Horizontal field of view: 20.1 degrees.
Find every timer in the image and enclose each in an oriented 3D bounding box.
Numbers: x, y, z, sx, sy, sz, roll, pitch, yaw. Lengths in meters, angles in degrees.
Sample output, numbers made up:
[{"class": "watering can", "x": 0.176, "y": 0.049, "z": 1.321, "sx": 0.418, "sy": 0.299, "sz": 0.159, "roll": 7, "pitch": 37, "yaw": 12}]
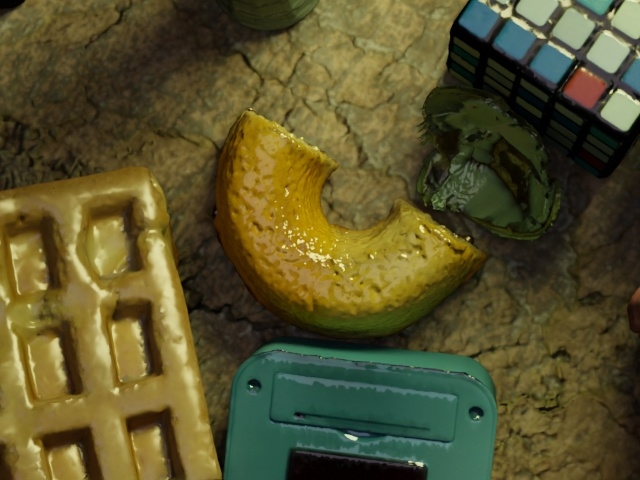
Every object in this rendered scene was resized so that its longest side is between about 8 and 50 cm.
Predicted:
[{"class": "timer", "x": 0.032, "y": 0.219, "z": 1.582, "sx": 0.232, "sy": 0.091, "sz": 0.249, "roll": 7, "pitch": 95, "yaw": 4}]

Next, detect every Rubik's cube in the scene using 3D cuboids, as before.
[{"class": "Rubik's cube", "x": 0.230, "y": -0.184, "z": 1.547, "sx": 0.184, "sy": 0.187, "sz": 0.182, "roll": 36, "pitch": 87, "yaw": 6}]

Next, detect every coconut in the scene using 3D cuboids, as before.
[{"class": "coconut", "x": 0.144, "y": -0.068, "z": 1.589, "sx": 0.055, "sy": 0.133, "sz": 0.158, "roll": -31, "pitch": 90, "yaw": -42}]

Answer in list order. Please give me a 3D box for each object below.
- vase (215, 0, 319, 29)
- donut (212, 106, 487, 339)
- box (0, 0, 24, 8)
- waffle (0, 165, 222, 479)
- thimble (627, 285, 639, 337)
[{"class": "vase", "x": -0.061, "y": -0.264, "z": 1.521, "sx": 0.143, "sy": 0.299, "sz": 0.143, "roll": -1, "pitch": 82, "yaw": 4}, {"class": "donut", "x": 0.002, "y": 0.006, "z": 1.592, "sx": 0.259, "sy": 0.101, "sz": 0.152, "roll": 30, "pitch": 92, "yaw": 3}, {"class": "box", "x": -0.439, "y": -0.317, "z": 1.681, "sx": 0.350, "sy": 0.058, "sz": 0.211, "roll": 0, "pitch": 82, "yaw": 5}, {"class": "waffle", "x": -0.273, "y": 0.093, "z": 1.547, "sx": 0.348, "sy": 0.077, "sz": 0.304, "roll": -9, "pitch": 75, "yaw": -17}, {"class": "thimble", "x": 0.349, "y": 0.060, "z": 1.504, "sx": 0.163, "sy": 0.189, "sz": 0.125, "roll": 33, "pitch": 88, "yaw": 11}]
